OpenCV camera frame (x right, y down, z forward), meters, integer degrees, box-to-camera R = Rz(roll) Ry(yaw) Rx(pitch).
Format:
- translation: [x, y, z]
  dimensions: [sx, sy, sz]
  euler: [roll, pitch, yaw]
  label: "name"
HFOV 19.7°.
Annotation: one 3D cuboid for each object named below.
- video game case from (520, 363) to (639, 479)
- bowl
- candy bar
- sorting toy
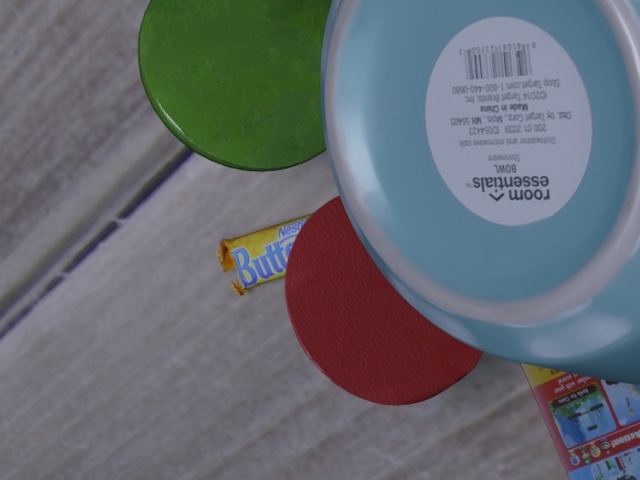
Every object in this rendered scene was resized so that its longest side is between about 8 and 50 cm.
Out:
- translation: [0.178, 0.031, 0.926]
  dimensions: [0.204, 0.025, 0.285]
  euler: [-30, 79, 43]
  label: "video game case"
- translation: [0.118, -0.066, 0.829]
  dimensions: [0.312, 0.163, 0.311]
  euler: [12, 108, 42]
  label: "bowl"
- translation: [0.000, 0.000, 1.095]
  dimensions: [0.161, 0.018, 0.040]
  euler: [-17, 102, 40]
  label: "candy bar"
- translation: [-0.043, -0.062, 1.046]
  dimensions: [0.365, 0.127, 0.126]
  euler: [60, 155, 6]
  label: "sorting toy"
